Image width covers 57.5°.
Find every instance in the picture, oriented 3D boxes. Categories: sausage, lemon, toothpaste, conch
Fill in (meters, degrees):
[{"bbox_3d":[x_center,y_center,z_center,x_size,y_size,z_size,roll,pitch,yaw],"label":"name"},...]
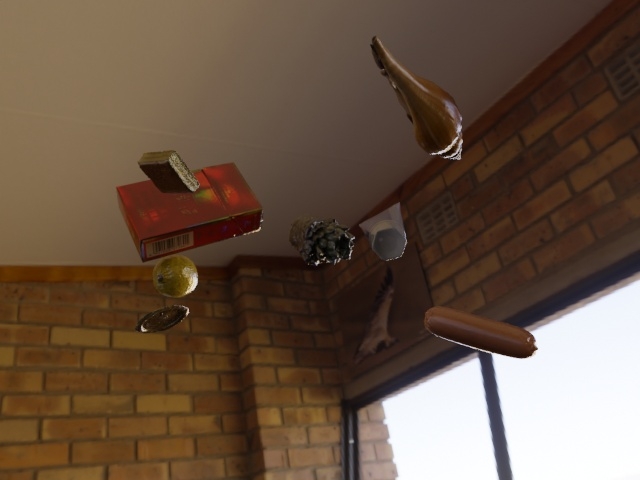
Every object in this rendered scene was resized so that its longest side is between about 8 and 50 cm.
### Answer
[{"bbox_3d":[0.405,0.234,1.484,0.289,0.086,0.086,16,-25,14],"label":"sausage"},{"bbox_3d":[-0.360,0.088,1.446,0.109,0.109,0.133,-22,-12,20],"label":"lemon"},{"bbox_3d":[0.151,-0.037,1.405,0.125,0.080,0.371,-30,11,8],"label":"toothpaste"},{"bbox_3d":[0.186,-0.249,1.040,0.093,0.109,0.330,-25,-46,17],"label":"conch"}]

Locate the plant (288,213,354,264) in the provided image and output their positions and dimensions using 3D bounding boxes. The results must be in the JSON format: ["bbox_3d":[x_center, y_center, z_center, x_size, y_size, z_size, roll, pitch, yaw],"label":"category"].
[{"bbox_3d":[0.000,0.000,1.661,0.132,0.194,0.129,-10,-69,-34],"label":"plant"}]

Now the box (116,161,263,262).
[{"bbox_3d":[-0.325,-0.079,1.464,0.313,0.197,0.089,-16,-39,-26],"label":"box"}]

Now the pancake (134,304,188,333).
[{"bbox_3d":[-0.330,0.164,1.216,0.115,0.011,0.115,-24,-26,-12],"label":"pancake"}]

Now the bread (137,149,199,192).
[{"bbox_3d":[-0.296,-0.131,1.138,0.094,0.035,0.090,3,-40,35],"label":"bread"}]
